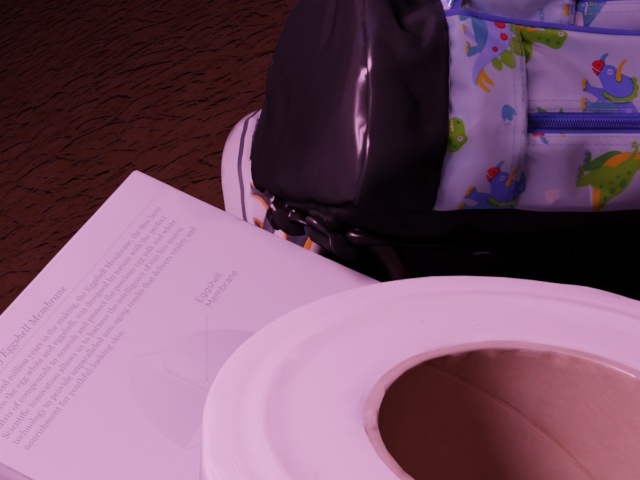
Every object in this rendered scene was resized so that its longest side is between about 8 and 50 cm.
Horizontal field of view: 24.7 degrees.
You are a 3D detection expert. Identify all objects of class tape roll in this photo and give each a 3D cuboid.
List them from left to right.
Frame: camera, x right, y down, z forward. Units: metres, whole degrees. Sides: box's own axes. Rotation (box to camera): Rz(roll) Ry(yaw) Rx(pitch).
[{"bbox_3d":[0.087,0.120,0.616,0.286,0.100,0.286,4,26,-2],"label":"tape roll"}]

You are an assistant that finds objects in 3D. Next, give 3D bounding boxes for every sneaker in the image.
[{"bbox_3d":[0.000,0.000,1.092,0.127,0.126,0.321,-24,37,20],"label":"sneaker"}]

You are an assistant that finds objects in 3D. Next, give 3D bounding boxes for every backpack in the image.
[{"bbox_3d":[0.163,-0.100,0.922,0.355,0.273,0.290,11,1,-13],"label":"backpack"}]

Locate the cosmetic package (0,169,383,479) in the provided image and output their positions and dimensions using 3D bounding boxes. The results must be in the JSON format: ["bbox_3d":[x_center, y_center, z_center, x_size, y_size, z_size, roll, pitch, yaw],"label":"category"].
[{"bbox_3d":[-0.073,0.111,0.835,0.224,0.138,0.224,26,48,13],"label":"cosmetic package"}]
